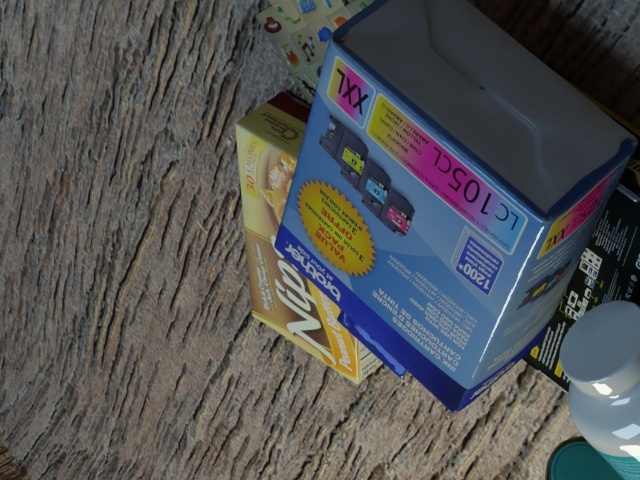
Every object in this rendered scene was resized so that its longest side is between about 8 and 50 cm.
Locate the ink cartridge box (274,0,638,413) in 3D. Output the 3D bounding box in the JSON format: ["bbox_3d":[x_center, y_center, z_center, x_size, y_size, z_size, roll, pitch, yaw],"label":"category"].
[{"bbox_3d":[0.111,-0.020,1.664,0.270,0.151,0.395,42,149,18],"label":"ink cartridge box"}]

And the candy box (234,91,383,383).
[{"bbox_3d":[0.000,0.000,2.033,0.183,0.087,0.316,32,143,32],"label":"candy box"}]

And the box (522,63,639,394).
[{"bbox_3d":[0.241,0.001,1.722,0.257,0.079,0.322,40,146,25],"label":"box"}]

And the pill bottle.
[{"bbox_3d":[0.331,0.168,1.624,0.146,0.146,0.264,8,150,50],"label":"pill bottle"}]

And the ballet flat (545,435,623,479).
[{"bbox_3d":[0.386,0.344,1.851,0.348,0.123,0.123,38,146,28],"label":"ballet flat"}]

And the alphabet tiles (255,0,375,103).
[{"bbox_3d":[0.018,-0.226,1.862,0.198,0.009,0.237,58,149,-8],"label":"alphabet tiles"}]
